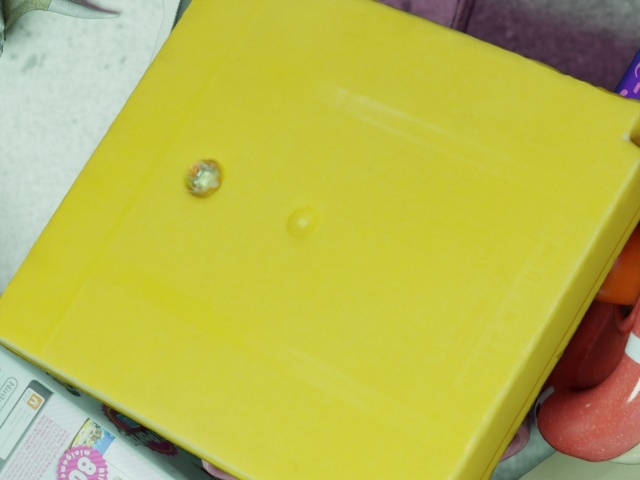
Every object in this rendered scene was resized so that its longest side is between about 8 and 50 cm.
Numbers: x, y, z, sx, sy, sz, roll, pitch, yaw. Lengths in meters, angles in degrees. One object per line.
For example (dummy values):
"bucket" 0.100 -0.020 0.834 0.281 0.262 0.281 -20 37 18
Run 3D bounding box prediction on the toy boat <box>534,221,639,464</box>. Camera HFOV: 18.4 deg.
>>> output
"toy boat" 0.166 0.014 1.150 0.151 0.151 0.231 13 103 -5

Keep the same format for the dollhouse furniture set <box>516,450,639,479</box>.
"dollhouse furniture set" 0.260 0.223 1.231 0.286 0.198 0.303 -36 50 -12

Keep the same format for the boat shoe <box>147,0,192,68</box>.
"boat shoe" -0.071 -0.060 1.284 0.095 0.112 0.335 13 86 16

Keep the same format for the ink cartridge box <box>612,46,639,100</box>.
"ink cartridge box" 0.200 -0.022 1.264 0.097 0.046 0.207 31 93 9

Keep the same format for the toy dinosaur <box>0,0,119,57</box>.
"toy dinosaur" -0.299 -0.122 1.327 0.313 0.121 0.160 -47 67 1

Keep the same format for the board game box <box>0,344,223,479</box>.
"board game box" -0.194 0.204 1.302 0.303 0.097 0.224 35 95 12

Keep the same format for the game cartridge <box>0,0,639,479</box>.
"game cartridge" 0.000 0.000 1.127 0.324 0.052 0.285 26 78 32

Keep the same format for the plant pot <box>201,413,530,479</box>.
"plant pot" 0.021 0.048 1.232 0.201 0.201 0.180 -8 70 10
